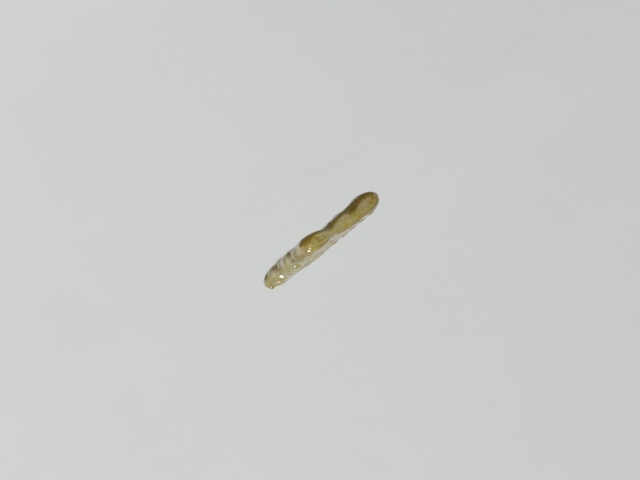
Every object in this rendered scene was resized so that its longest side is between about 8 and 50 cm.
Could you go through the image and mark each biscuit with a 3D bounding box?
[{"bbox_3d":[0.000,0.000,1.118,0.081,0.018,0.083,-37,177,-33],"label":"biscuit"}]
